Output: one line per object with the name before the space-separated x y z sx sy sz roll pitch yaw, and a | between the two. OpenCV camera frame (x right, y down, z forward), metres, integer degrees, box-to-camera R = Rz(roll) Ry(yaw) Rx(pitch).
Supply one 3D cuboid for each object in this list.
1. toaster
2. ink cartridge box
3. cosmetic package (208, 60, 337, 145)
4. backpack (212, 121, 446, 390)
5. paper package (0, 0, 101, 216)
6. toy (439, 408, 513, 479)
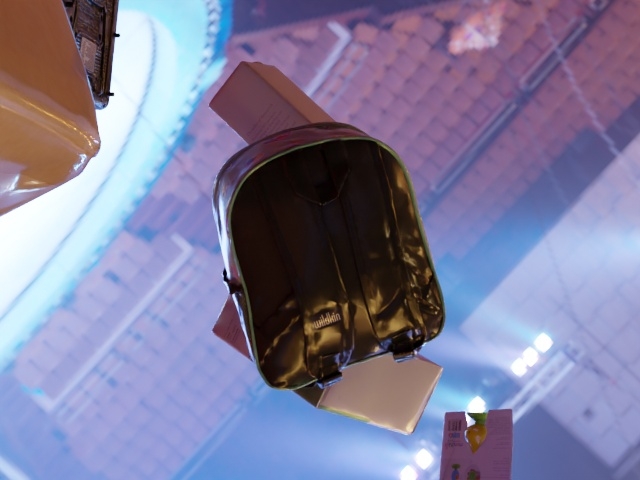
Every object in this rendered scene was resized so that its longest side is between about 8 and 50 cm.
toaster | -0.281 -0.226 1.244 0.185 0.110 0.168 16 78 -80
ink cartridge box | 0.004 0.125 1.401 0.160 0.219 0.093 23 94 -42
cosmetic package | -0.025 -0.130 1.601 0.085 0.231 0.117 -51 167 16
backpack | 0.000 0.000 0.968 0.166 0.188 0.144 -17 -156 -5
paper package | -0.230 -0.159 0.344 0.168 0.309 0.325 -22 168 9
toy | 0.213 0.341 1.592 0.137 0.056 0.237 -15 -110 54
